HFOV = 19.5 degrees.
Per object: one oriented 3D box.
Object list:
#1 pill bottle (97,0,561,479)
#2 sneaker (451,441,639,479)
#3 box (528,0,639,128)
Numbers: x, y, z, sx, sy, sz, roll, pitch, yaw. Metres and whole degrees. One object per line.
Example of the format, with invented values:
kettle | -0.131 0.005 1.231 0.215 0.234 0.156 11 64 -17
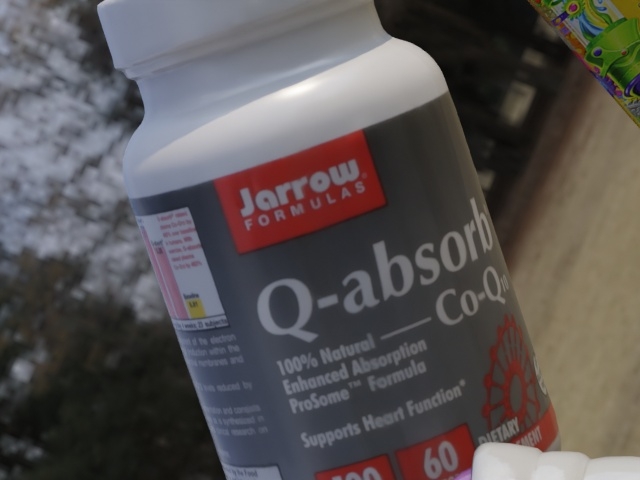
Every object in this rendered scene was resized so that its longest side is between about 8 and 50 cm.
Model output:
pill bottle | 0.000 0.000 1.152 0.210 0.210 0.363 -52 -57 -76
sneaker | 0.127 0.170 0.527 0.305 0.152 0.114 67 -156 -45
box | 0.177 -0.244 0.865 0.290 0.279 0.177 -40 32 11
